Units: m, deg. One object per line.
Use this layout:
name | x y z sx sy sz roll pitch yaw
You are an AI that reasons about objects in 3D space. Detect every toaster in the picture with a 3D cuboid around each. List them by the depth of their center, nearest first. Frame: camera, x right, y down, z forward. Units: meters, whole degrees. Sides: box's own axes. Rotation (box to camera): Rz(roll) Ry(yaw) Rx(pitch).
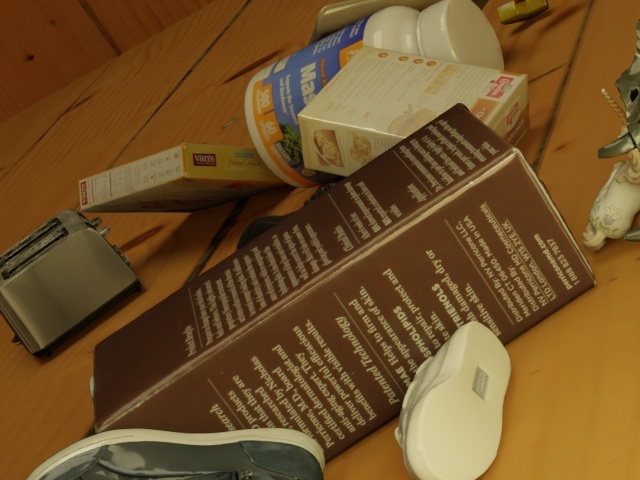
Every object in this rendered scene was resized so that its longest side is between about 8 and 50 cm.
toaster | -0.326 0.052 1.920 0.186 0.110 0.168 -36 17 -6

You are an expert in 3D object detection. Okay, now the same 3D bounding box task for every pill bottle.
pill bottle | 0.061 -0.169 1.733 0.272 0.152 0.152 -22 21 35

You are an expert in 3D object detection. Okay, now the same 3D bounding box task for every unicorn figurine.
unicorn figurine | 0.240 -0.054 1.186 0.060 0.162 0.111 23 35 19

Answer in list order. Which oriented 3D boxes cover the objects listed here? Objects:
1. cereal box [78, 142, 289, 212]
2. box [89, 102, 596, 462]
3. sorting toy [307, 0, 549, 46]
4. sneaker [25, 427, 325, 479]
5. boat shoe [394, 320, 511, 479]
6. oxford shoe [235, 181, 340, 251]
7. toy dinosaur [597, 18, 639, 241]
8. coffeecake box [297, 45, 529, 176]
cereal box | -0.164 -0.072 1.917 0.173 0.047 0.240 0 -9 -39
box | 0.009 0.062 1.246 0.381 0.143 0.191 -32 18 2
sorting toy | 0.129 -0.265 1.861 0.307 0.041 0.229 -14 -11 -9
sneaker | -0.107 0.200 1.083 0.226 0.086 0.163 -9 22 1
boat shoe | 0.083 0.120 1.084 0.063 0.066 0.184 -41 15 29
oxford shoe | 0.000 0.000 1.557 0.096 0.083 0.227 -13 -6 -43
toy dinosaur | 0.315 -0.069 1.042 0.218 0.164 0.322 4 17 39
coffeecake box | 0.094 -0.118 1.545 0.185 0.068 0.142 14 42 27
